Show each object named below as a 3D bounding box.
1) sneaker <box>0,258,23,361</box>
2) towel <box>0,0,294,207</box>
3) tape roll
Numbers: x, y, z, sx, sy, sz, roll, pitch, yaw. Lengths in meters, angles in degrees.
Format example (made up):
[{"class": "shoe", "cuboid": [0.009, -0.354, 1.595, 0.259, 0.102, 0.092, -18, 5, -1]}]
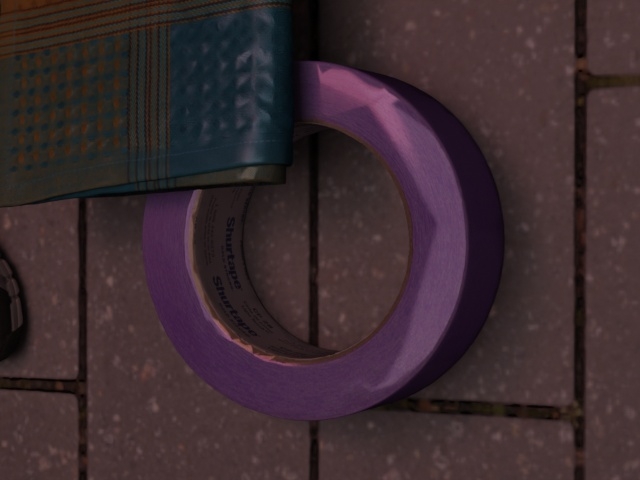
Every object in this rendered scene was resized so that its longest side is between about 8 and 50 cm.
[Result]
[{"class": "sneaker", "cuboid": [-0.348, 0.005, 1.360, 0.086, 0.132, 0.229, -27, 80, 22]}, {"class": "towel", "cuboid": [-0.140, -0.214, 1.237, 0.271, 0.040, 0.370, -4, 80, 26]}, {"class": "tape roll", "cuboid": [0.000, 0.000, 1.227, 0.274, 0.090, 0.275, 1, 92, 25]}]
